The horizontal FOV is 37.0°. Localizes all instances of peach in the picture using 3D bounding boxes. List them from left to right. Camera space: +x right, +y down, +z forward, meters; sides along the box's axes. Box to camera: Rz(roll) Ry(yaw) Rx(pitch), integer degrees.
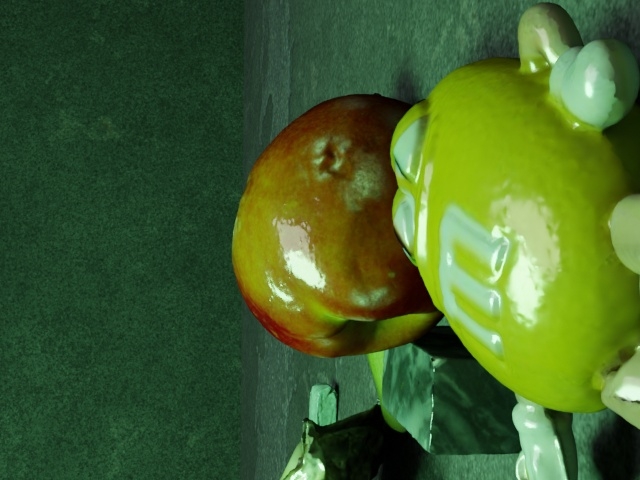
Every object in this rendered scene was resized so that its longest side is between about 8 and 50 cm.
[{"bbox_3d":[0.030,-0.015,0.871,0.199,0.243,0.243,36,-137,-52],"label":"peach"}]

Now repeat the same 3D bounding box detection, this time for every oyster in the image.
[{"bbox_3d":[0.013,0.285,1.160,0.271,0.100,0.275,-40,-22,-48],"label":"oyster"}]

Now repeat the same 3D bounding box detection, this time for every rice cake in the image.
[{"bbox_3d":[0.002,0.352,1.557,0.045,0.042,0.245,-165,75,-66],"label":"rice cake"}]

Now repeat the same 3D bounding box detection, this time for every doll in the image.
[{"bbox_3d":[0.160,0.031,0.570,0.423,0.161,0.348,140,120,-76],"label":"doll"}]

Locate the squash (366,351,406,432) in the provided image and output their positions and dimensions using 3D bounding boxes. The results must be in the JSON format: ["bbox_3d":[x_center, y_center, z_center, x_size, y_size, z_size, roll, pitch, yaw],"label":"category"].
[{"bbox_3d":[0.089,0.122,1.091,0.090,0.075,0.200,-74,-26,-51],"label":"squash"}]

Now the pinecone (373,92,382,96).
[{"bbox_3d":[0.043,-0.100,1.171,0.173,0.173,0.174,-178,90,-78],"label":"pinecone"}]

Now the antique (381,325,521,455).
[{"bbox_3d":[0.118,0.134,0.903,0.183,0.088,0.086,-155,67,-78],"label":"antique"}]
